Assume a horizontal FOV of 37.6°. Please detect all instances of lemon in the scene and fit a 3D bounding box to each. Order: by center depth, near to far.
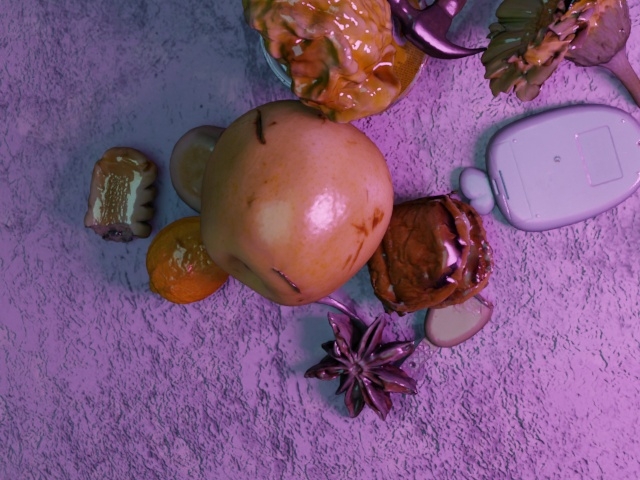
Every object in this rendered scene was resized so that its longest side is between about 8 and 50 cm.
[{"bbox_3d":[-0.216,0.028,1.597,0.187,0.142,0.142,-35,87,13],"label":"lemon"}]

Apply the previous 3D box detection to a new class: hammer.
[{"bbox_3d":[0.267,-0.452,1.364,0.168,0.044,0.440,39,81,-21],"label":"hammer"}]

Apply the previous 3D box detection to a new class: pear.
[{"bbox_3d":[-0.042,-0.053,1.432,0.309,0.309,0.309,2,98,15],"label":"pear"}]

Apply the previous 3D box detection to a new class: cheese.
[{"bbox_3d":[0.196,0.153,1.554,0.097,0.037,0.192,41,105,8],"label":"cheese"}]

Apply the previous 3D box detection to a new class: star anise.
[{"bbox_3d":[0.066,0.190,1.568,0.209,0.089,0.231,-7,96,25],"label":"star anise"}]

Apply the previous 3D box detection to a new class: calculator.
[{"bbox_3d":[0.363,-0.111,1.471,0.295,0.042,0.184,-17,92,16],"label":"calculator"}]

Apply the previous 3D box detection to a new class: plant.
[{"bbox_3d":[0.370,-0.298,1.334,0.306,0.261,0.297,-32,88,28],"label":"plant"}]

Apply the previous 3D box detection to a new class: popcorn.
[{"bbox_3d":[-0.007,-0.296,1.246,0.174,0.225,0.286,-21,91,22],"label":"popcorn"}]

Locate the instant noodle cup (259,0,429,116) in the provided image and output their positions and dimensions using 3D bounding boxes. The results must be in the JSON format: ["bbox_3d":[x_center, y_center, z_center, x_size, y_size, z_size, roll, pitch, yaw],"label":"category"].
[{"bbox_3d":[0.029,-0.318,1.455,0.264,0.200,0.264,2,99,16],"label":"instant noodle cup"}]

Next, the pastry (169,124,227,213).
[{"bbox_3d":[-0.187,-0.117,1.598,0.156,0.092,0.156,3,98,22],"label":"pastry"}]

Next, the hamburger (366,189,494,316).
[{"bbox_3d":[0.161,0.017,1.487,0.206,0.130,0.183,-16,74,28],"label":"hamburger"}]

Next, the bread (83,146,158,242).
[{"bbox_3d":[-0.344,-0.076,1.646,0.119,0.084,0.177,15,100,11],"label":"bread"}]
